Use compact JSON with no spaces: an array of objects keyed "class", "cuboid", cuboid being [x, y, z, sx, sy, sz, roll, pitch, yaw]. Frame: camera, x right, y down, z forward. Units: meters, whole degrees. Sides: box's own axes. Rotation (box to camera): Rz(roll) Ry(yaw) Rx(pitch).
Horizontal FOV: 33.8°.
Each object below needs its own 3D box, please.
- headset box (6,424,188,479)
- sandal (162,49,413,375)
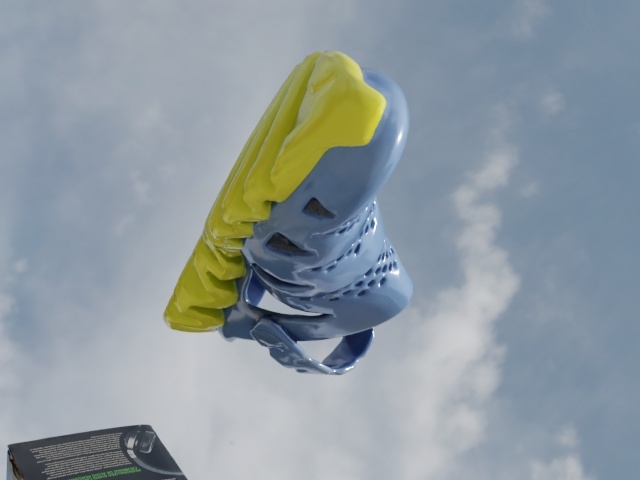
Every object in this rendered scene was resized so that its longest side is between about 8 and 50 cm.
[{"class":"headset box","cuboid":[-0.149,0.324,0.813,0.283,0.131,0.246,37,-55,53]},{"class":"sandal","cuboid":[0.000,0.000,0.633,0.138,0.317,0.126,30,-112,-2]}]
